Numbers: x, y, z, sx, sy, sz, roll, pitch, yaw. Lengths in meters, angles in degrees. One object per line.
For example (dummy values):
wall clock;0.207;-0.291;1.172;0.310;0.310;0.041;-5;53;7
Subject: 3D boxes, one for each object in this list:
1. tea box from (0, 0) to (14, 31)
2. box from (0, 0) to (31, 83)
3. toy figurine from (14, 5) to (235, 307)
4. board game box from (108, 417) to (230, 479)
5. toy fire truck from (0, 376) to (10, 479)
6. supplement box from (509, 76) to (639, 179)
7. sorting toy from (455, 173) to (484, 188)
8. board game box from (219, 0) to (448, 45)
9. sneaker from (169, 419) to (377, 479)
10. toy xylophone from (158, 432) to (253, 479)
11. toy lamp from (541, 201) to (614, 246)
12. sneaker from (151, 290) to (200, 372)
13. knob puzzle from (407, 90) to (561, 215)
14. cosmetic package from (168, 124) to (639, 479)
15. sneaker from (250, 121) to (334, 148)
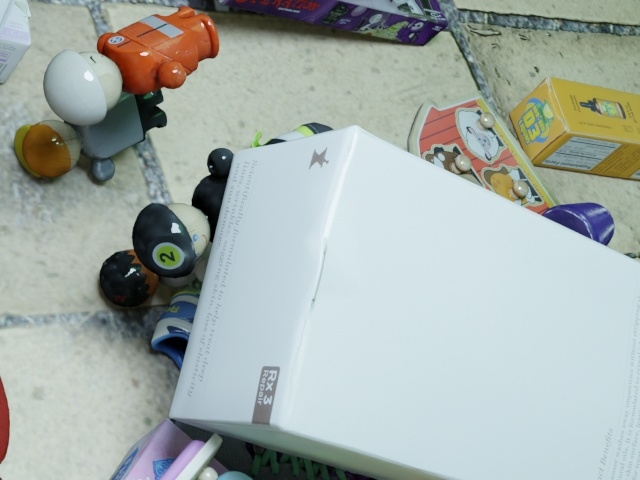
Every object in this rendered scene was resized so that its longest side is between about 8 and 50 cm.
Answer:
tea box;-0.348;-0.345;1.072;0.324;0.220;0.329;23;34;-16
box;-0.392;-0.194;1.111;0.324;0.067;0.063;8;55;-34
toy figurine;-0.139;-0.057;1.118;0.148;0.209;0.213;-31;89;-30
board game box;-0.077;0.341;0.987;0.319;0.066;0.318;41;43;-8
toy fire truck;-0.273;0.091;0.910;0.254;0.169;0.302;56;16;-63
supplement box;0.336;-0.127;1.642;0.233;0.080;0.078;7;56;-37
sorting toy;0.121;0.003;1.319;0.132;0.046;0.274;-8;40;-28
board game box;-0.013;-0.320;1.470;0.347;0.056;0.208;0;57;-52
sneaker;-0.013;0.176;1.131;0.224;0.098;0.083;25;48;-24
toy xylophone;-0.024;0.303;0.947;0.323;0.081;0.236;40;44;-10
toy lamp;0.210;0.023;1.430;0.275;0.080;0.080;-23;77;-41
sneaker;-0.081;0.108;1.161;0.144;0.053;0.059;38;43;1
knob puzzle;0.171;-0.076;1.506;0.213;0.030;0.213;21;51;-27
cosmetic package;0.101;0.084;1.052;0.385;0.156;0.217;24;73;-31
sneaker;0.000;0.000;1.300;0.097;0.084;0.234;-19;72;-20
